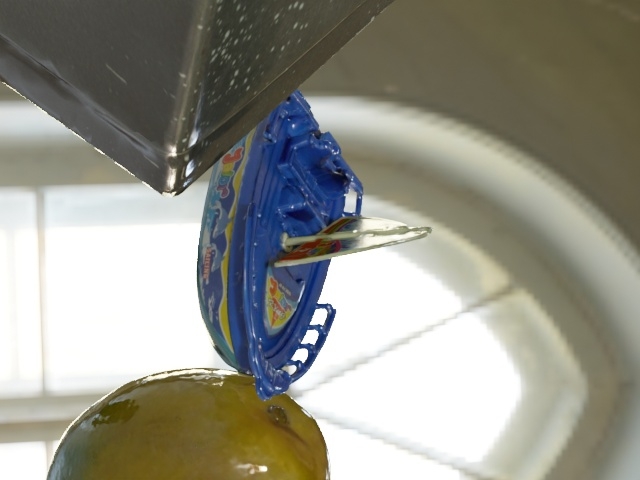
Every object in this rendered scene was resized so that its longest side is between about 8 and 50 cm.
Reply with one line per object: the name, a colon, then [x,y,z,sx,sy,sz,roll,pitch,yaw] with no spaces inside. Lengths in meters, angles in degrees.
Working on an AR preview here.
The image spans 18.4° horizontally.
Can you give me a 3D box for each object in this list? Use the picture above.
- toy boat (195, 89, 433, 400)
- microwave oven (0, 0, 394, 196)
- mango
toy boat: [0.000,0.000,0.916,0.091,0.110,0.175,53,38,-39]
microwave oven: [0.009,-0.292,0.724,0.236,0.432,0.374,35,-37,13]
mango: [-0.078,0.136,1.049,0.130,0.092,0.195,50,-47,-1]
